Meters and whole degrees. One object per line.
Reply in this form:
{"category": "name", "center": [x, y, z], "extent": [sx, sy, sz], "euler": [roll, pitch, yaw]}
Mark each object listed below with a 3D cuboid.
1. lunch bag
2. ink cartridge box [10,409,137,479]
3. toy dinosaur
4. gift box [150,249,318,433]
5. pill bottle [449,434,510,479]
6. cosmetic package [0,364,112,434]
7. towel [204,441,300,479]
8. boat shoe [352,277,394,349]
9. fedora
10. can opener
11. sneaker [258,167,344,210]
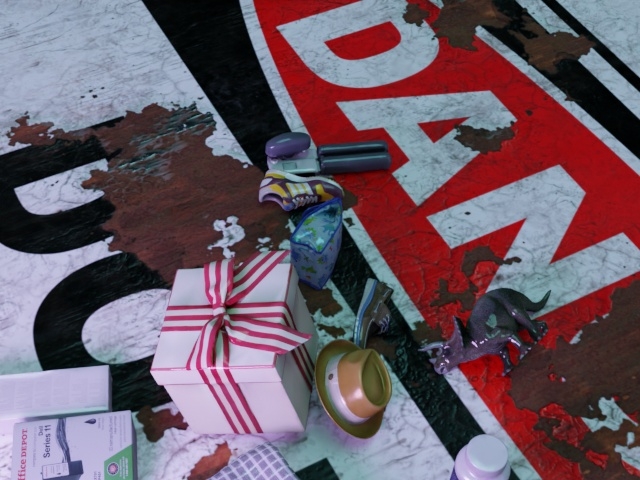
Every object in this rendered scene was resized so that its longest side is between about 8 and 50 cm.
{"category": "lunch bag", "center": [0.000, 0.000, 2.075], "extent": [0.096, 0.128, 0.151], "euler": [25, 54, 17]}
{"category": "ink cartridge box", "center": [-0.427, 0.389, 1.757], "extent": [0.209, 0.086, 0.153], "euler": [-6, 50, -7]}
{"category": "toy dinosaur", "center": [0.354, 0.156, 1.970], "extent": [0.160, 0.121, 0.313], "euler": [43, 64, 13]}
{"category": "gift box", "center": [-0.127, 0.178, 1.801], "extent": [0.277, 0.258, 0.255], "euler": [-8, 49, 12]}
{"category": "pill bottle", "center": [0.272, 0.403, 1.726], "extent": [0.094, 0.169, 0.094], "euler": [1, 50, -1]}
{"category": "cosmetic package", "center": [-0.505, 0.295, 1.849], "extent": [0.239, 0.060, 0.098], "euler": [-4, 49, -6]}
{"category": "towel", "center": [-0.099, 0.498, 1.661], "extent": [0.235, 0.121, 0.283], "euler": [-30, 58, -23]}
{"category": "boat shoe", "center": [0.106, 0.150, 1.995], "extent": [0.066, 0.066, 0.183], "euler": [12, 51, 6]}
{"category": "fedora", "center": [0.075, 0.260, 1.839], "extent": [0.194, 0.079, 0.194], "euler": [30, 45, -35]}
{"category": "can opener", "center": [0.019, -0.198, 2.262], "extent": [0.284, 0.095, 0.076], "euler": [-6, 51, -7]}
{"category": "sneaker", "center": [-0.042, -0.096, 2.201], "extent": [0.186, 0.069, 0.083], "euler": [10, 59, 14]}
